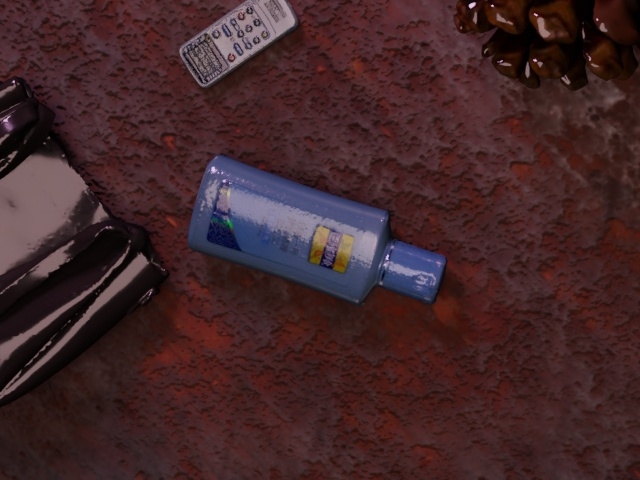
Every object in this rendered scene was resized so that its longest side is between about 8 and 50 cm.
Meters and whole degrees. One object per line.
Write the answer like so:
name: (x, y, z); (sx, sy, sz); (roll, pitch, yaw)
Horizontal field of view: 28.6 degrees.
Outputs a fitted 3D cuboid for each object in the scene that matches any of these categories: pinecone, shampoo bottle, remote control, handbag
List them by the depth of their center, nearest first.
pinecone: (0.220, -0.245, 1.085); (0.264, 0.264, 0.264); (2, 101, 10)
remote control: (-0.082, -0.204, 1.259); (0.124, 0.018, 0.053); (-31, 93, 14)
shampoo bottle: (0.000, 0.000, 1.262); (0.258, 0.061, 0.104); (18, 105, 6)
handbag: (-0.328, 0.001, 1.303); (0.257, 0.113, 0.285); (-36, 92, 8)
